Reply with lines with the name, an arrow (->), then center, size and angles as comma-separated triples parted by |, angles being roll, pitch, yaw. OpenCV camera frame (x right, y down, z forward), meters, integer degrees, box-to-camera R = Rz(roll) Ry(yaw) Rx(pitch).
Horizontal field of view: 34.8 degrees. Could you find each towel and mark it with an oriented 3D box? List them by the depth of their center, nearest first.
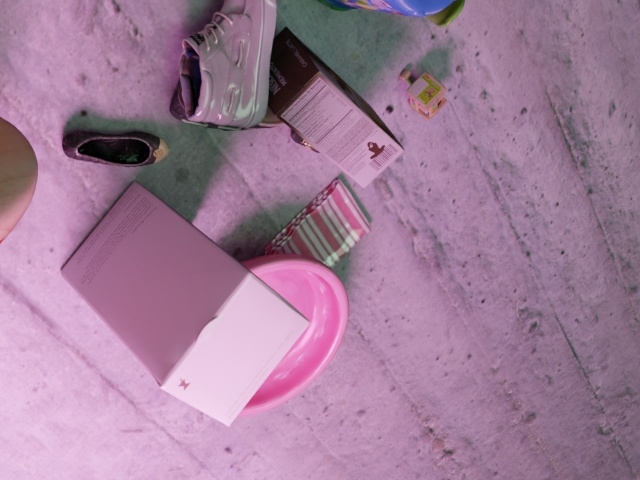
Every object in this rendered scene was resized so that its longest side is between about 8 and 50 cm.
towel -> 0.000, 0.000, 1.839 | 0.197, 0.029, 0.144 | -45, 134, -9

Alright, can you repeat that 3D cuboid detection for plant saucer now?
plant saucer -> -0.110, 0.155, 1.783 | 0.332, 0.084, 0.332 | -18, 129, -23

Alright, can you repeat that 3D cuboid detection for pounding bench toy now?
pounding bench toy -> 0.178, -0.265, 1.818 | 0.052, 0.083, 0.065 | -45, 164, -5

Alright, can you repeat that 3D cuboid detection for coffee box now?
coffee box -> 0.009, -0.208, 1.625 | 0.098, 0.141, 0.246 | -43, 136, 11

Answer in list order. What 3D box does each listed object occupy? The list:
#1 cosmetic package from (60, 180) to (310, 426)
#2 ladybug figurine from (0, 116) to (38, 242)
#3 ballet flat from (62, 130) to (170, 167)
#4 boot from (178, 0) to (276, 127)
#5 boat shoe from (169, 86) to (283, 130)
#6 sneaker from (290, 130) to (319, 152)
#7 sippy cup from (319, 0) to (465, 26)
cosmetic package -> -0.209, 0.081, 1.491 | 0.197, 0.365, 0.155 | -50, 133, -3
ladybug figurine -> -0.557, -0.032, 1.219 | 0.449, 0.305, 0.162 | -20, 144, -38
ballet flat -> -0.301, -0.132, 1.519 | 0.173, 0.049, 0.057 | -2, 116, -37
boot -> -0.141, -0.296, 1.492 | 0.123, 0.095, 0.258 | -1, 94, -36
boat shoe -> -0.146, -0.208, 1.605 | 0.206, 0.075, 0.065 | 3, 155, -44
sneaker -> -0.015, -0.169, 1.728 | 0.083, 0.035, 0.031 | 18, 101, -42
sippy cup -> 0.106, -0.444, 1.541 | 0.305, 0.224, 0.240 | -8, 118, -34
